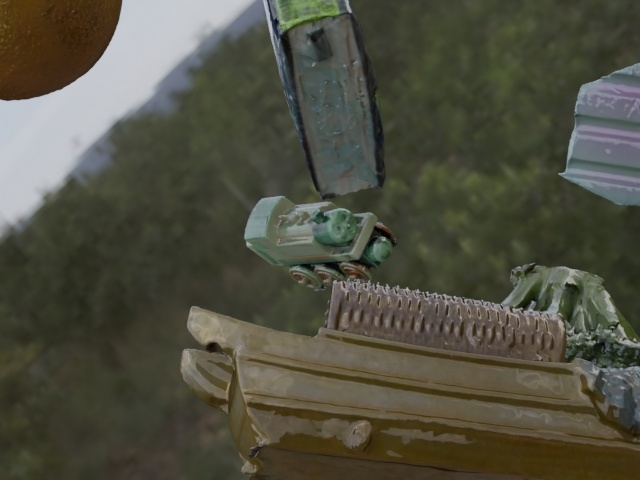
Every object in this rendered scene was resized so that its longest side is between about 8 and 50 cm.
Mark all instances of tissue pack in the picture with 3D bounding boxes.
[{"bbox_3d":[-0.003,-0.167,1.423,0.073,0.173,0.235,-13,38,1],"label":"tissue pack"}]

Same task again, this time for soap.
[{"bbox_3d":[0.348,-0.101,1.667,0.091,0.231,0.145,-36,-45,-74],"label":"soap"}]

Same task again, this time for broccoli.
[{"bbox_3d":[0.258,0.164,1.988,0.303,0.321,0.283,93,-169,-51],"label":"broccoli"}]

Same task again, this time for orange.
[{"bbox_3d":[-0.359,-0.303,2.091,0.274,0.274,0.274,-42,5,5],"label":"orange"}]

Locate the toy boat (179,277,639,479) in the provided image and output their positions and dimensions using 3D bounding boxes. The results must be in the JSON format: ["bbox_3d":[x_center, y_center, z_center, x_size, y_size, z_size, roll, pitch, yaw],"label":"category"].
[{"bbox_3d":[0.073,0.086,1.016,0.089,0.310,0.115,97,179,-61],"label":"toy boat"}]

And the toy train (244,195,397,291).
[{"bbox_3d":[0.000,0.000,2.108,0.194,0.125,0.080,-6,54,55],"label":"toy train"}]
